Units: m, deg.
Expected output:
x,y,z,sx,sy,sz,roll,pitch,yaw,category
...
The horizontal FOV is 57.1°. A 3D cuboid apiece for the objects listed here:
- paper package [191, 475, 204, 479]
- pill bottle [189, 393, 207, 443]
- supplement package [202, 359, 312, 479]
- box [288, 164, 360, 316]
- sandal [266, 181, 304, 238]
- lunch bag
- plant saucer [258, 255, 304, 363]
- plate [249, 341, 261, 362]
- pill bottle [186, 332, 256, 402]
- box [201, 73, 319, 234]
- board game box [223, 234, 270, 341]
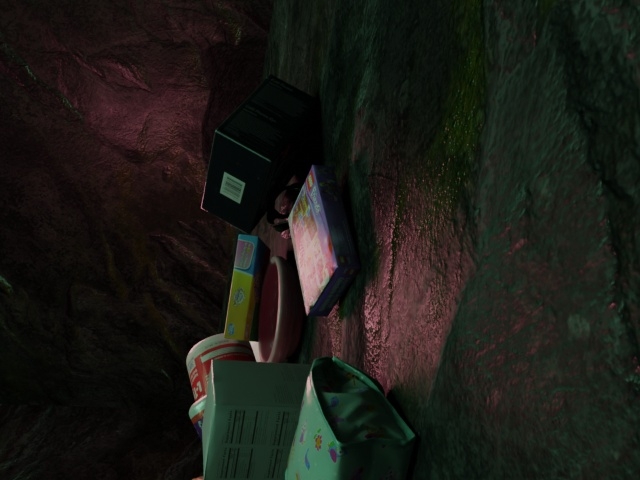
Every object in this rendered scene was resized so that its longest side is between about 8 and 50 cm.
x,y,z,sx,sy,sz,roll,pitch,yaw,category
-0.341,1.010,1.999,0.309,0.168,0.324,-122,28,-66,paper package
-0.217,0.563,1.624,0.323,0.182,0.181,58,152,15,pill bottle
-0.129,0.413,1.355,0.199,0.263,0.198,-125,43,-69,supplement package
0.000,0.000,1.357,0.201,0.057,0.293,119,147,-47,box
-0.087,-0.099,1.704,0.446,0.107,0.167,166,109,-73,sandal
0.031,0.347,0.990,0.262,0.160,0.223,-136,52,-65,lunch bag
-0.117,0.213,1.748,0.332,0.084,0.332,-173,90,-75,plant saucer
-0.278,0.488,2.177,0.278,0.045,0.277,-55,24,14,plate
-0.283,0.521,1.898,0.229,0.229,0.407,109,147,-41,pill bottle
-0.181,-0.253,1.750,0.312,0.179,0.343,-59,-3,-38,box
-0.227,0.159,1.868,0.242,0.064,0.316,67,-151,-79,board game box
